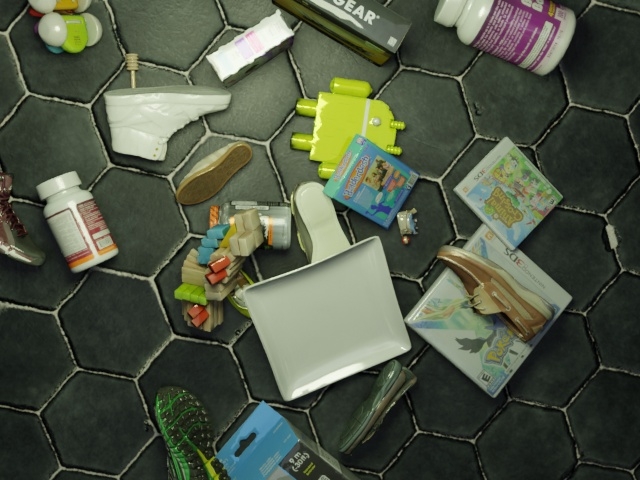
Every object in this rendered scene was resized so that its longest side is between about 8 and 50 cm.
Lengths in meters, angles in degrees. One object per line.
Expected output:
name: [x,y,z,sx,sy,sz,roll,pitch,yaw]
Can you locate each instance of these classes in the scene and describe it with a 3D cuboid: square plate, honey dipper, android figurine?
square plate: [0.020,0.187,1.944,0.347,0.049,0.343,-22,117,-7]
honey dipper: [-0.445,-0.363,1.926,0.031,0.030,0.160,-3,99,-4]
android figurine: [0.067,-0.265,1.956,0.273,0.056,0.248,10,94,-3]

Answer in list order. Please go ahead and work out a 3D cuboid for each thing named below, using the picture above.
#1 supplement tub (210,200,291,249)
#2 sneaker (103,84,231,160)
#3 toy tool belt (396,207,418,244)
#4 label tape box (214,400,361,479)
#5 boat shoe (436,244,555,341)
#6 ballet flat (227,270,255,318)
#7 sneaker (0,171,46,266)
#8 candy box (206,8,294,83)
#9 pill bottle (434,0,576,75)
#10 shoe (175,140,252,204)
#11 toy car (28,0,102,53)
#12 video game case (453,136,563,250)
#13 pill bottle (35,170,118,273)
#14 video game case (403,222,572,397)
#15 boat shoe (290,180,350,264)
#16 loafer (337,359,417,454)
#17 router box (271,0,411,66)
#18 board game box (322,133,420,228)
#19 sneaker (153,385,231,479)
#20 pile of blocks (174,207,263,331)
supplement tub: [-0.167,-0.036,1.929,0.191,0.117,0.116,0,95,-3]
sneaker: [-0.355,-0.276,1.914,0.293,0.108,0.169,-5,112,-10]
toy tool belt: [0.220,-0.035,1.988,0.051,0.052,0.083,-13,97,6]
label tape box: [-0.091,0.601,1.998,0.334,0.106,0.240,40,91,-7]
boat shoe: [0.408,0.128,1.926,0.324,0.123,0.116,34,84,-5]
ballet flat: [-0.208,0.104,1.958,0.077,0.077,0.231,-35,97,-1]
sneaker: [-0.740,-0.069,1.896,0.281,0.106,0.162,34,89,-5]
candy box: [-0.161,-0.439,1.868,0.196,0.165,0.070,-33,96,-1]
pill bottle: [0.429,-0.519,1.898,0.302,0.169,0.169,21,94,-6]
shoe: [-0.259,-0.166,1.947,0.219,0.058,0.076,-36,127,4]
toy car: [-0.606,-0.513,1.856,0.136,0.159,0.181,-12,98,32]
video game case: [0.466,-0.116,1.993,0.193,0.023,0.212,-45,96,-9]
pill bottle: [-0.575,-0.043,1.898,0.121,0.121,0.221,-24,96,-1]
video game case: [0.420,0.171,2.002,0.300,0.036,0.329,41,82,-6]
boat shoe: [0.004,-0.002,1.954,0.109,0.091,0.304,-20,107,-12]
loafer: [0.145,0.429,2.007,0.084,0.096,0.267,33,90,-12]
router box: [0.040,-0.519,1.836,0.309,0.243,0.081,29,92,-5]
board game box: [0.123,-0.137,1.917,0.210,0.047,0.160,28,95,-42]
sneaker: [-0.337,0.522,1.962,0.146,0.134,0.343,-27,80,40]
pile of blocks: [-0.257,0.070,1.855,0.149,0.112,0.362,33,120,6]
